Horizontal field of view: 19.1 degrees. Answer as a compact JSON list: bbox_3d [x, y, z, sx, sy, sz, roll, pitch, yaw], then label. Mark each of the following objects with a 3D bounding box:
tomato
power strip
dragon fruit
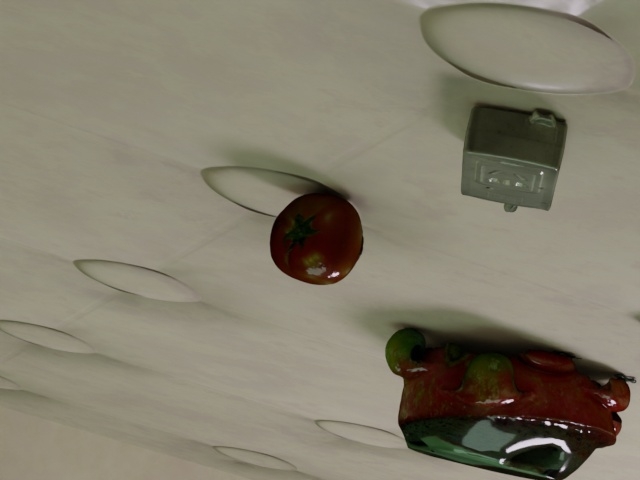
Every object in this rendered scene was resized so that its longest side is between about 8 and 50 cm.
[{"bbox_3d":[0.000,0.000,1.709,0.087,0.087,0.075,1,163,39],"label":"tomato"},{"bbox_3d":[0.148,-0.054,1.466,0.075,0.042,0.175,10,164,7],"label":"power strip"},{"bbox_3d":[0.203,0.190,2.137,0.295,0.130,0.268,16,169,-8],"label":"dragon fruit"}]
